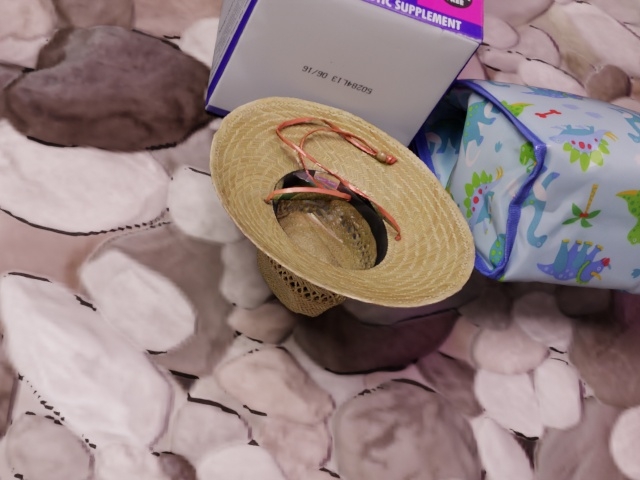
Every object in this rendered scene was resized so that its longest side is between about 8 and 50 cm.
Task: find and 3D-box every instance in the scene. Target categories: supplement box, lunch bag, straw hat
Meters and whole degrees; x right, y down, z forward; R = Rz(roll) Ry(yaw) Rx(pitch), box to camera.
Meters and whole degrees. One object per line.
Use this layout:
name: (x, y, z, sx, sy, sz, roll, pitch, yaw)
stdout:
supplement box: (0.018, -0.168, 0.735, 0.111, 0.114, 0.220, 16, 51, -15)
lunch bag: (0.125, -0.037, 0.713, 0.128, 0.096, 0.151, 7, 27, -22)
straw hat: (0.000, 0.000, 0.646, 0.144, 0.061, 0.144, 19, 36, -15)
